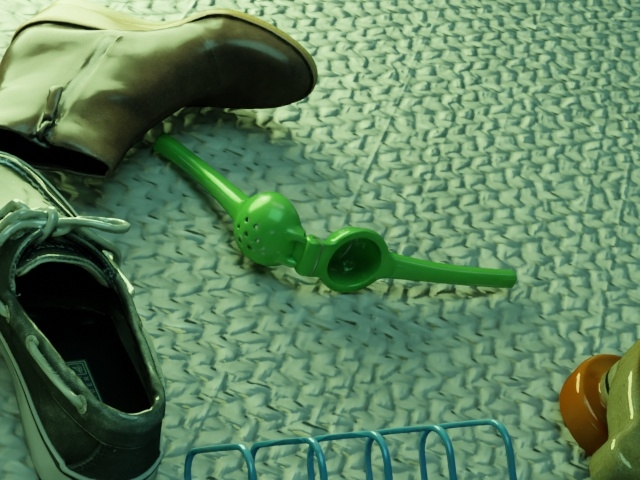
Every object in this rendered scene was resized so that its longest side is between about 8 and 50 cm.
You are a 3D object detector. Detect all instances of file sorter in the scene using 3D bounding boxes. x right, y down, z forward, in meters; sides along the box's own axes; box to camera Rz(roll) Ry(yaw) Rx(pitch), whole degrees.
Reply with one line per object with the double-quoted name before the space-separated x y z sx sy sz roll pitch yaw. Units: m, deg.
"file sorter" 0.019 0.162 0.775 0.170 0.118 0.104 -1 81 -24

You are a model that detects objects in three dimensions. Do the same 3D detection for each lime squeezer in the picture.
"lime squeezer" 0.000 0.000 1.046 0.310 0.059 0.110 21 9 3

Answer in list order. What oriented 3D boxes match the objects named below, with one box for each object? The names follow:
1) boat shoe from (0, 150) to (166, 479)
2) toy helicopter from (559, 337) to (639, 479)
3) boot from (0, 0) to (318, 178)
"boat shoe" -0.179 0.027 0.885 0.113 0.105 0.306 -4 45 -26
"toy helicopter" 0.282 0.203 0.878 0.235 0.140 0.355 25 44 -9
"boot" -0.137 -0.107 1.074 0.248 0.090 0.207 12 40 2
